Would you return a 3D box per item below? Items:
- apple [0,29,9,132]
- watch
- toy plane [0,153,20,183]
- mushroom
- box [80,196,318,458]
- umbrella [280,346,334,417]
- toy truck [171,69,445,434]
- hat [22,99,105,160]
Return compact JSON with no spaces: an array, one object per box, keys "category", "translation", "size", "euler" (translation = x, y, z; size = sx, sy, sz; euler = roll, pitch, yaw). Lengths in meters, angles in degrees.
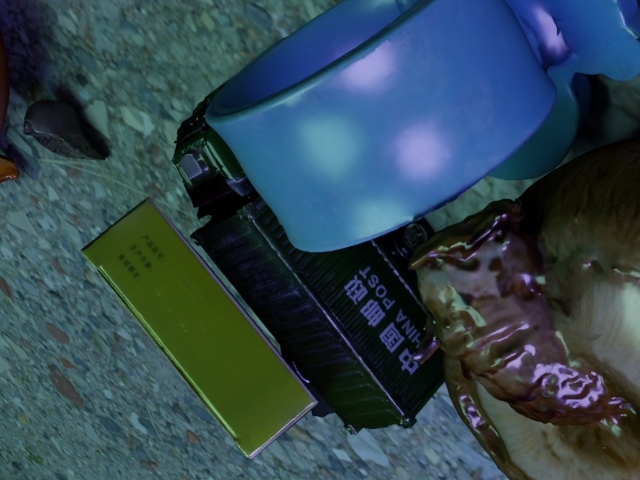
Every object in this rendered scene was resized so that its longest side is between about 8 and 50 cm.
[{"category":"apple","translation":[-0.391,-0.178,1.070],"size":[0.293,0.163,0.251],"euler":[5,118,30]},{"category":"watch","translation":[0.045,-0.087,0.621],"size":[0.211,0.193,0.211],"euler":[32,148,23]},{"category":"toy plane","translation":[-0.375,-0.119,1.212],"size":[0.188,0.062,0.135],"euler":[60,172,-15]},{"category":"mushroom","translation":[0.181,0.062,0.665],"size":[0.278,0.163,0.297],"euler":[42,150,-8]},{"category":"box","translation":[-0.078,0.072,0.878],"size":[0.175,0.062,0.260],"euler":[50,176,6]},{"category":"umbrella","translation":[-0.022,0.055,0.991],"size":[0.066,0.059,0.235],"euler":[1,130,28]},{"category":"toy truck","translation":[0.000,0.000,0.841],"size":[0.259,0.121,0.088],"euler":[53,147,-10]},{"category":"hat","translation":[-0.233,-0.103,1.092],"size":[0.087,0.042,0.058],"euler":[26,168,-38]}]
